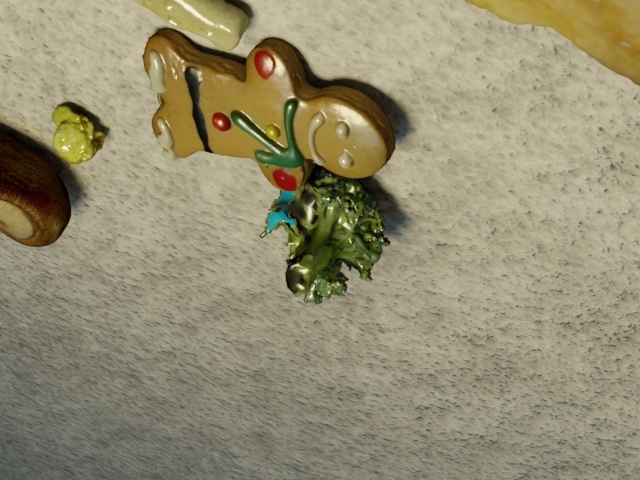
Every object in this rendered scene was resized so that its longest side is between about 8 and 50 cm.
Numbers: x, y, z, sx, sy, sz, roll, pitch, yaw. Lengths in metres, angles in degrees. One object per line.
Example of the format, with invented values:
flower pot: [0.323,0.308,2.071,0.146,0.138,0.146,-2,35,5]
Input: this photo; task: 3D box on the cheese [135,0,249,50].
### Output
cheese: [-0.163,-0.255,1.432,0.194,0.043,0.065,30,152,-11]

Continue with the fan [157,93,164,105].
fan: [-0.134,-0.141,1.658,0.133,0.005,0.085,36,150,-21]

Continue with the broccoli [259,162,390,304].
broccoli: [0.000,0.000,1.635,0.154,0.160,0.167,47,131,-6]

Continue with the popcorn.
popcorn: [-0.307,-0.134,1.760,0.059,0.068,0.083,-36,80,35]

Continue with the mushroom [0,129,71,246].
mushroom: [-0.440,-0.080,1.902,0.231,0.138,0.194,28,142,-32]

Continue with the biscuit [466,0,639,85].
biscuit: [0.221,-0.219,1.125,0.274,0.091,0.213,29,156,-6]

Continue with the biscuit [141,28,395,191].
biscuit: [-0.062,-0.132,1.527,0.301,0.049,0.197,15,140,21]
